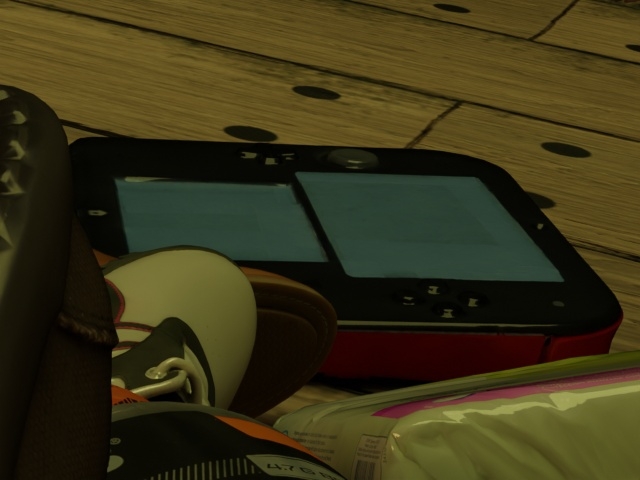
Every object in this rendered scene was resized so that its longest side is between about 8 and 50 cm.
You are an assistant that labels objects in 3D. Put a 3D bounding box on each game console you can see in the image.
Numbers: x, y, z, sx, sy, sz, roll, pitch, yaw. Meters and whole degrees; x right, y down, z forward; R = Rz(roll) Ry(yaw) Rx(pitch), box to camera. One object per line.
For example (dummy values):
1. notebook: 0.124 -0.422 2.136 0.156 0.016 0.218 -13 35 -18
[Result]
1. game console: 0.000 0.000 1.257 0.342 0.060 0.386 6 17 -12

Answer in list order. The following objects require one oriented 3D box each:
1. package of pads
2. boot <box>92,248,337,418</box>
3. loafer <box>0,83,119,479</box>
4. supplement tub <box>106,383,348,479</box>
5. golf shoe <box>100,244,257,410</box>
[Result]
1. package of pads: 0.139 0.098 0.780 0.296 0.101 0.229 -6 -4 -13
2. boot: -0.153 0.021 1.020 0.283 0.109 0.220 -11 34 -17
3. loafer: -0.101 0.123 0.373 0.133 0.130 0.366 -6 43 20
4. supplement tub: -0.018 0.169 0.515 0.193 0.194 0.316 -4 22 -36
5. golf shoe: -0.080 0.083 0.810 0.120 0.105 0.273 -14 20 34
